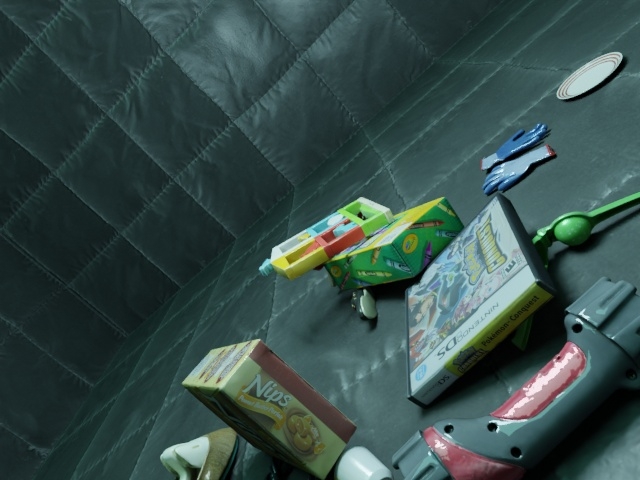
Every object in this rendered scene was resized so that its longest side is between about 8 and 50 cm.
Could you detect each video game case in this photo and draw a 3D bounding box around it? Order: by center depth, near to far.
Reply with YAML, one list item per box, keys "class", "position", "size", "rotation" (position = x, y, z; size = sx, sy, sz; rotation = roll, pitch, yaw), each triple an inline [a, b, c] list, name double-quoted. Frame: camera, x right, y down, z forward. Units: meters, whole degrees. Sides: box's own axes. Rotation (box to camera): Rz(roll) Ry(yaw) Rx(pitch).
- class: "video game case"
  position: [0.216, 0.077, 0.732]
  size: [0.248, 0.035, 0.275]
  rotation: [-53, 10, 27]

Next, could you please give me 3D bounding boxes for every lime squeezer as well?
- class: "lime squeezer"
  position: [0.343, 0.007, 0.669]
  size: [0.310, 0.059, 0.110]
  rotation: [-44, 15, -1]

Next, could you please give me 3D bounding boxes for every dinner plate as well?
- class: "dinner plate"
  position: [0.587, -0.354, 1.058]
  size: [0.141, 0.017, 0.141]
  rotation: [-40, 15, 13]

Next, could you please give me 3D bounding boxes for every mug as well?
- class: "mug"
  position: [0.062, 0.311, 0.617]
  size: [0.062, 0.078, 0.064]
  rotation: [-16, 10, -31]

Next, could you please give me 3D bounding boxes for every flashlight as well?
- class: "flashlight"
  position: [0.215, 0.165, 0.504]
  size: [0.304, 0.103, 0.103]
  rotation: [-45, 13, 1]

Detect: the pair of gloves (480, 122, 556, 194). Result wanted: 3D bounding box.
- class: "pair of gloves"
  position: [0.412, -0.175, 1.027]
  size: [0.159, 0.023, 0.198]
  rotation: [-32, 21, 33]

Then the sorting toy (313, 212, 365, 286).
- class: "sorting toy"
  position: [0.069, 0.022, 1.187]
  size: [0.046, 0.132, 0.274]
  rotation: [9, 37, 34]

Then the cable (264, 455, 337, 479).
- class: "cable"
  position: [-0.037, 0.353, 0.746]
  size: [0.150, 0.047, 0.184]
  rotation: [-34, 19, 32]

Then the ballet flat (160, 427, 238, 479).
- class: "ballet flat"
  position: [-0.255, 0.457, 0.879]
  size: [0.116, 0.124, 0.342]
  rotation: [-34, 18, 31]

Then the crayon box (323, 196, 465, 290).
- class: "crayon box"
  position: [0.142, 0.015, 1.011]
  size: [0.165, 0.081, 0.278]
  rotation: [-38, 7, -27]

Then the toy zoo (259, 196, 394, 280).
- class: "toy zoo"
  position: [0.000, 0.000, 1.063]
  size: [0.293, 0.030, 0.192]
  rotation: [-30, 17, -6]

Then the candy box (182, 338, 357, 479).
- class: "candy box"
  position: [-0.099, 0.252, 0.753]
  size: [0.087, 0.183, 0.316]
  rotation: [-50, 9, -26]

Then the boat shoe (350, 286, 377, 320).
- class: "boat shoe"
  position: [0.087, 0.133, 0.995]
  size: [0.042, 0.049, 0.133]
  rotation: [-36, 10, 13]
